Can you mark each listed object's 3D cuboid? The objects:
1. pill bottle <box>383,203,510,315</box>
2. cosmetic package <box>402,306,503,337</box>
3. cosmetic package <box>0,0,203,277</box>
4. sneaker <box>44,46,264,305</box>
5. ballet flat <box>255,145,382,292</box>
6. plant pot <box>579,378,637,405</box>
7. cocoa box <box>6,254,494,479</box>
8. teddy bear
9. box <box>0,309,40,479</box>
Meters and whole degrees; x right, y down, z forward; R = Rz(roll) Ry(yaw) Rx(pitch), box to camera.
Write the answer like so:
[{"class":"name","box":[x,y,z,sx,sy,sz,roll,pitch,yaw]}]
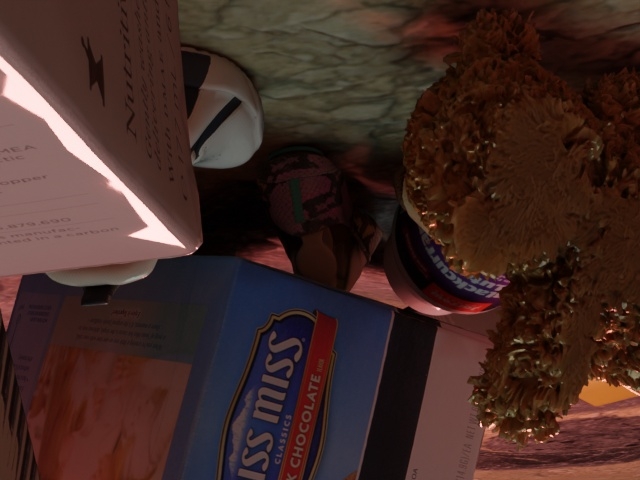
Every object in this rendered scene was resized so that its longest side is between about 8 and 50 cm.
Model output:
[{"class":"pill bottle","box":[0.113,-0.010,1.065,0.108,0.108,0.193,0,163,-18]},{"class":"cosmetic package","box":[0.090,0.106,1.330,0.238,0.107,0.127,-19,174,-42]},{"class":"cosmetic package","box":[-0.148,-0.132,0.375,0.156,0.217,0.385,-7,166,6]},{"class":"sneaker","box":[-0.106,-0.032,0.835,0.094,0.153,0.235,-11,163,22]},{"class":"ballet flat","box":[0.000,0.000,1.116,0.077,0.079,0.221,-6,164,8]},{"class":"plant pot","box":[0.296,0.124,1.651,0.083,0.081,0.081,20,152,-35]},{"class":"cocoa box","box":[-0.081,0.145,1.117,0.228,0.231,0.347,20,169,-31]},{"class":"teddy bear","box":[0.160,0.002,0.919,0.338,0.245,0.113,8,-175,-40]},{"class":"box","box":[-0.245,0.057,0.859,0.113,0.275,0.094,-12,-179,26]}]
